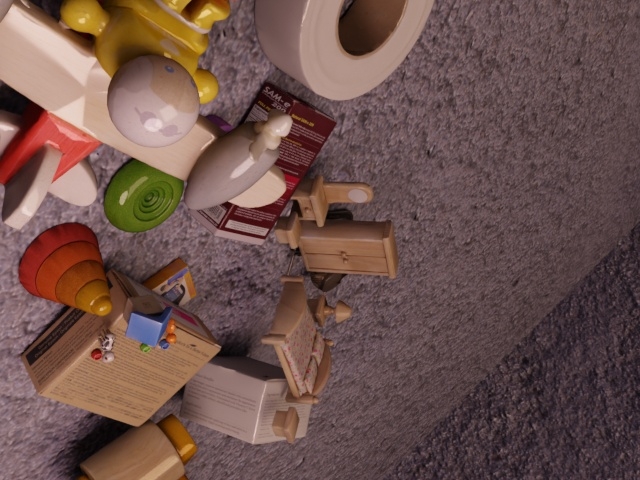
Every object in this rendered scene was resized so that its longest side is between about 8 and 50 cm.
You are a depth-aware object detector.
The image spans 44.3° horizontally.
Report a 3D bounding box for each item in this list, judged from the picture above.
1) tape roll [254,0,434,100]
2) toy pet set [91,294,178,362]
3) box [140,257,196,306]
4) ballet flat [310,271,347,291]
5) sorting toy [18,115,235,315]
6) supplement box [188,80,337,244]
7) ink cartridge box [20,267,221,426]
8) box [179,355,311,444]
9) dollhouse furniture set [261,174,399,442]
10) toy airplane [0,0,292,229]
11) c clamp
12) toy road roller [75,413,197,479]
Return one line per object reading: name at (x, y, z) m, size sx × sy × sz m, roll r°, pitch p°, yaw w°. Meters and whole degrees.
tape roll at (0.044, -0.350, 1.131) m, size 0.286 × 0.100 × 0.286 m, roll -34°, pitch 145°, yaw -28°
toy pet set at (-0.238, 0.135, 1.085) m, size 0.122 × 0.065 × 0.114 m, roll -6°, pitch 130°, yaw -40°
box at (-0.266, 0.096, 1.262) m, size 0.136 × 0.028 × 0.081 m, roll -38°, pitch 147°, yaw -24°
ballet flat at (0.065, 0.034, 1.631) m, size 0.250 × 0.058 × 0.084 m, roll -29°, pitch 147°, yaw -42°
sorting toy at (-0.232, -0.022, 1.084) m, size 0.365 × 0.126 × 0.127 m, roll -42°, pitch 149°, yaw -14°
supplement box at (-0.089, -0.115, 1.229) m, size 0.239 × 0.073 × 0.130 m, roll -57°, pitch 151°, yaw 11°
ink cartridge box at (-0.297, 0.170, 1.199) m, size 0.193 × 0.088 × 0.235 m, roll -44°, pitch 144°, yaw 2°
box at (-0.134, 0.294, 1.477) m, size 0.182 × 0.181 × 0.119 m, roll 14°, pitch 88°, yaw -58°
dollhouse furniture set at (0.015, 0.118, 1.328) m, size 0.303 × 0.174 × 0.355 m, roll 74°, pitch 24°, yaw -47°
toy airplane at (-0.215, -0.159, 0.806) m, size 0.386 × 0.272 × 0.384 m, roll -16°, pitch 127°, yaw -21°
c clamp at (0.000, 0.000, 1.533) m, size 0.161 × 0.022 × 0.137 m, roll -13°, pitch 128°, yaw -45°
toy road roller at (-0.294, 0.468, 1.356) m, size 0.203 × 0.240 × 0.329 m, roll -34°, pitch 167°, yaw -29°
